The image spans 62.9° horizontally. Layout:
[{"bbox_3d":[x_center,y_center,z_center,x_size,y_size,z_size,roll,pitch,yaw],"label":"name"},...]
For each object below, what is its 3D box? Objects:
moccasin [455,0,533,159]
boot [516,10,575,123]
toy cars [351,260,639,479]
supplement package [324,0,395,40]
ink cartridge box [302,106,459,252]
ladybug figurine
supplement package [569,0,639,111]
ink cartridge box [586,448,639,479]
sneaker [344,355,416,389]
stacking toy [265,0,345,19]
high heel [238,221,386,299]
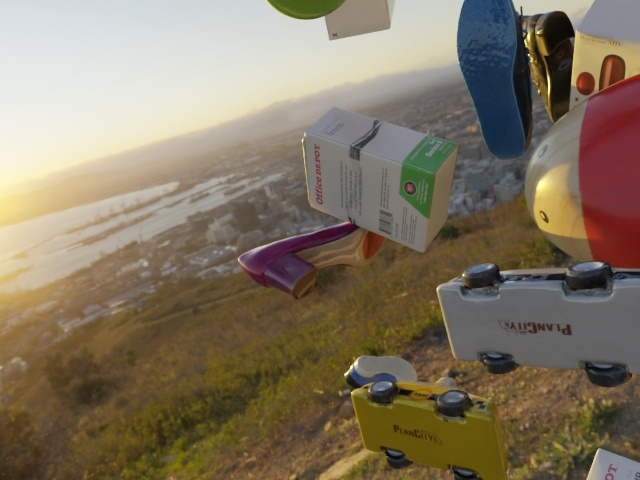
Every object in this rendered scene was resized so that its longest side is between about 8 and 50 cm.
[{"bbox_3d":[0.353,-0.336,1.051,0.137,0.342,0.117,5,28,37],"label":"moccasin"},{"bbox_3d":[0.454,-0.395,1.145,0.091,0.263,0.229,-28,30,-8],"label":"boot"},{"bbox_3d":[0.172,0.135,0.543,0.087,0.176,0.394,-24,-28,-44],"label":"toy cars"},{"bbox_3d":[0.085,-0.552,1.126,0.133,0.139,0.244,-4,43,18],"label":"supplement package"},{"bbox_3d":[0.119,-0.131,1.091,0.289,0.211,0.121,24,52,24],"label":"ink cartridge box"},{"bbox_3d":[0.489,-0.089,0.674,0.449,0.305,0.162,-6,-1,34],"label":"ladybug figurine"},{"bbox_3d":[0.532,-0.294,0.847,0.194,0.203,0.149,26,73,32],"label":"supplement package"},{"bbox_3d":[0.576,0.509,0.830,0.307,0.129,0.223,7,57,51],"label":"ink cartridge box"},{"bbox_3d":[0.123,0.286,1.105,0.152,0.058,0.085,12,-43,-27],"label":"sneaker"},{"bbox_3d":[0.029,-0.380,0.527,0.308,0.280,0.130,-16,30,0],"label":"stacking toy"},{"bbox_3d":[0.000,0.000,1.198,0.181,0.127,0.377,26,35,34],"label":"high heel"}]
